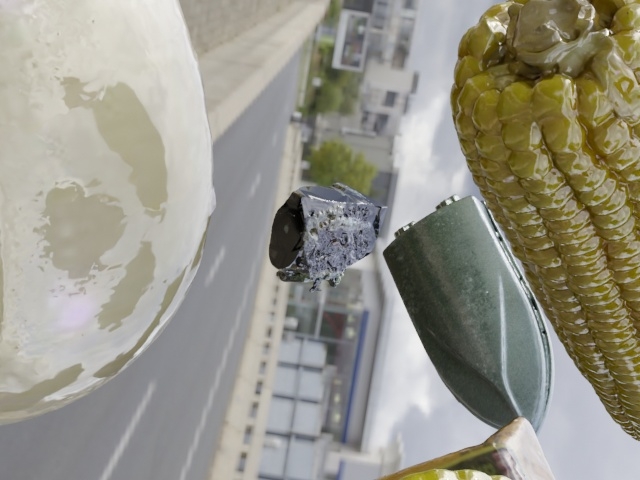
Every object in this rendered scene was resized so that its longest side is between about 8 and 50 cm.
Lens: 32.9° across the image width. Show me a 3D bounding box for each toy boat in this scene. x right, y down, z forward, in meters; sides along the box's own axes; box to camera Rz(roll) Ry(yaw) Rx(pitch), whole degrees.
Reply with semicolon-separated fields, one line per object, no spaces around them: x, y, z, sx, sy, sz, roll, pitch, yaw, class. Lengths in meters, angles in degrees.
0.179;0.090;1.243;0.092;0.141;0.319;38;25;-48;toy boat

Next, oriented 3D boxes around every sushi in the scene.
0.000;0.000;0.915;0.083;0.056;0.085;-3;116;-50;sushi

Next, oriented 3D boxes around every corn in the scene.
0.114;0.005;0.388;0.231;0.080;0.080;53;34;-41;corn

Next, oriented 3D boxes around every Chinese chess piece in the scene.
-0.162;-0.050;0.461;0.102;0.273;0.273;-24;135;-42;Chinese chess piece

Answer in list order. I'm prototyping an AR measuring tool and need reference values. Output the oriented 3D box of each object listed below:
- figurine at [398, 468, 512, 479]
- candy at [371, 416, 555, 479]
0.072;0.151;0.478;0.109;0.178;0.130;-95;-154;-49;figurine
0.060;0.230;0.813;0.101;0.271;0.143;84;-13;-47;candy
